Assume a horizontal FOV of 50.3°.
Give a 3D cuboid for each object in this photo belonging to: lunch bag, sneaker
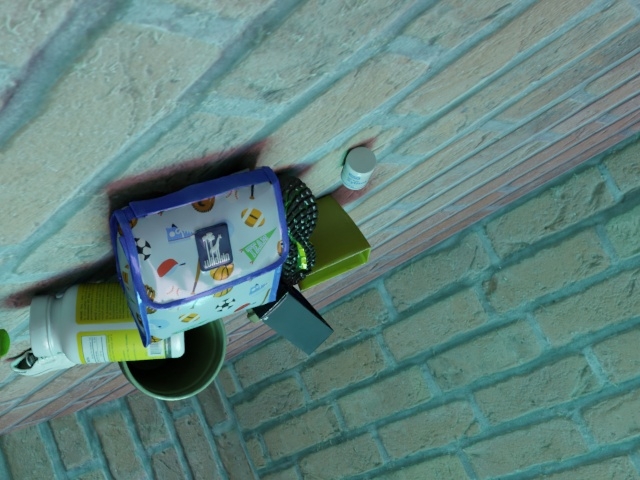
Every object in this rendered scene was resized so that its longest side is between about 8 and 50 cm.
[{"bbox_3d":[-0.250,0.023,1.406,0.328,0.238,0.385,-19,151,-23],"label":"lunch bag"},{"bbox_3d":[-0.802,0.342,2.029,0.235,0.090,0.095,-27,158,4],"label":"sneaker"},{"bbox_3d":[-0.100,-0.030,1.609,0.134,0.146,0.343,-38,152,-29],"label":"sneaker"}]

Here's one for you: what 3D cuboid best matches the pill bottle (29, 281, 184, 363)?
[{"bbox_3d":[-0.492,0.190,1.597,0.334,0.187,0.188,-2,163,-12],"label":"pill bottle"}]

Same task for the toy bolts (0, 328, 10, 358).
[{"bbox_3d":[-0.848,0.304,1.550,0.229,0.218,0.158,7,157,-34],"label":"toy bolts"}]

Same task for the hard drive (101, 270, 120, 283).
[{"bbox_3d":[-0.382,0.068,1.761,0.203,0.040,0.308,-33,165,34],"label":"hard drive"}]

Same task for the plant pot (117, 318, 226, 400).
[{"bbox_3d":[-0.486,0.313,2.072,0.323,0.322,0.280,-17,-179,-32],"label":"plant pot"}]

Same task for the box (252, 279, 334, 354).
[{"bbox_3d":[-0.101,0.167,1.774,0.103,0.184,0.261,-42,140,1],"label":"box"}]

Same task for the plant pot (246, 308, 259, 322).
[{"bbox_3d":[-0.180,0.145,2.218,0.237,0.110,0.237,-47,-171,9],"label":"plant pot"}]

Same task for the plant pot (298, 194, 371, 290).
[{"bbox_3d":[0.000,0.000,1.862,0.212,0.187,0.212,-24,169,-4],"label":"plant pot"}]

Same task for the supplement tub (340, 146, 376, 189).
[{"bbox_3d":[0.088,-0.168,1.596,0.071,0.071,0.107,-22,168,-11],"label":"supplement tub"}]
